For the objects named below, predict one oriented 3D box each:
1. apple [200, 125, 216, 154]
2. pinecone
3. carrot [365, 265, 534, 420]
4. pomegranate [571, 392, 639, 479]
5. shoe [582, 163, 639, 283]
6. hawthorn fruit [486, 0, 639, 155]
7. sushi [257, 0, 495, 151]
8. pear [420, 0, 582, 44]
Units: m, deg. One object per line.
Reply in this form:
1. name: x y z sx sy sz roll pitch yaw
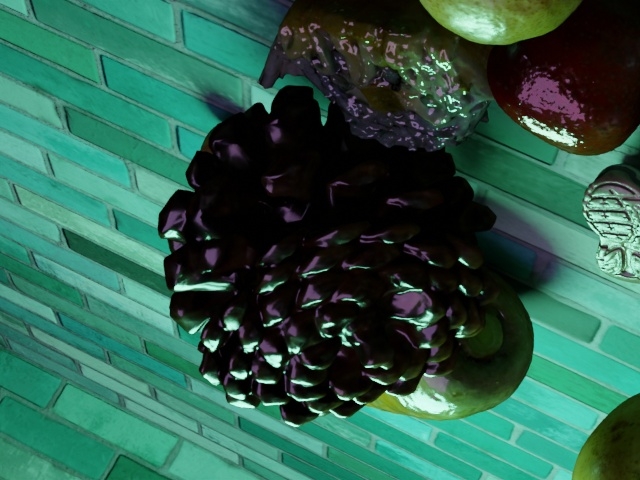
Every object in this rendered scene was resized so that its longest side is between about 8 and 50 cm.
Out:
1. apple: -0.120 -0.119 1.861 0.084 0.084 0.071 32 -177 -6
2. pinecone: 0.000 0.000 1.609 0.398 0.397 0.397 24 156 12
3. carrot: 0.140 0.140 1.907 0.224 0.224 0.341 36 159 -15
4. pomegranate: 0.517 0.377 1.754 0.417 0.416 0.416 24 156 12
5. shoe: 0.344 -0.033 1.497 0.089 0.092 0.180 11 147 27
6. hawthorn fruit: 0.217 -0.170 1.273 0.194 0.157 0.157 24 156 1
7. sushi: 0.071 -0.198 1.409 0.274 0.139 0.184 19 152 29
8. pear: 0.149 -0.256 1.164 0.178 0.178 0.178 24 156 12
